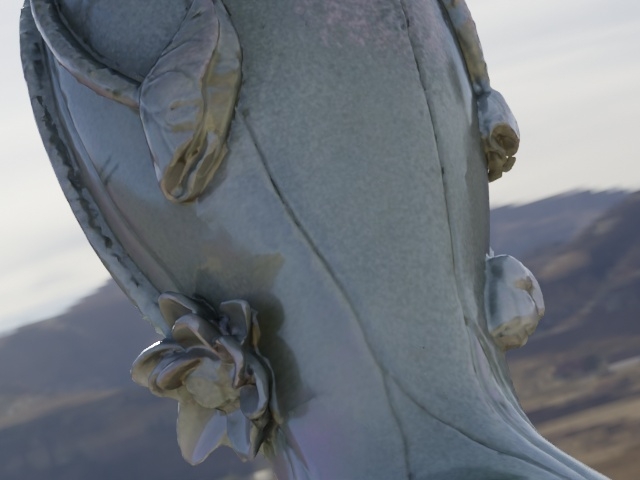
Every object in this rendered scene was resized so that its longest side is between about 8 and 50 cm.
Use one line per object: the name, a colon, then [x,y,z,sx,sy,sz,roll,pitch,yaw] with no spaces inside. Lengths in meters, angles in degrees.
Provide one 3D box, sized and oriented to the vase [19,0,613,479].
vase: [0.000,0.000,0.854,0.250,0.445,0.250,-16,-32,-10]
